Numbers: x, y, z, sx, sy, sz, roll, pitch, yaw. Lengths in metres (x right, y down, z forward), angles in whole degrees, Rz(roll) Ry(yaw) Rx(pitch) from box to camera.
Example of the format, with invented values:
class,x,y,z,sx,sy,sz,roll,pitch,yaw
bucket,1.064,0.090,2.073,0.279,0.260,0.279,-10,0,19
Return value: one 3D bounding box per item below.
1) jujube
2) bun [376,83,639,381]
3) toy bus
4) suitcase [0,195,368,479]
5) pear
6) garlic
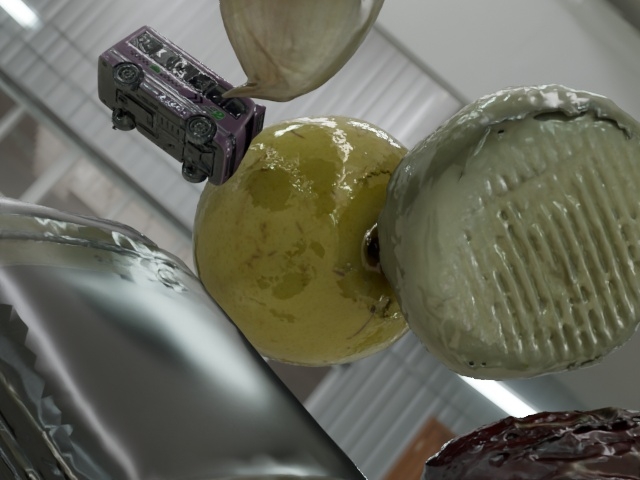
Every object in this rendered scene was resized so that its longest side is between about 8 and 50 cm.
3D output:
class,x,y,z,sx,sy,sz,roll,pitch,yaw
jujube,0.273,0.298,1.514,0.376,0.258,0.258,-9,-42,21
bun,0.241,-0.014,1.711,0.360,0.360,0.211,44,-3,-12
toy bus,-0.166,-0.159,1.725,0.199,0.108,0.096,36,-32,15
suitcase,-0.122,0.141,0.825,0.434,0.194,0.283,46,18,32
pear,0.000,0.000,1.899,0.348,0.348,0.348,35,-20,14
garlic,-0.036,-0.302,1.554,0.286,0.249,0.313,-24,-97,56
